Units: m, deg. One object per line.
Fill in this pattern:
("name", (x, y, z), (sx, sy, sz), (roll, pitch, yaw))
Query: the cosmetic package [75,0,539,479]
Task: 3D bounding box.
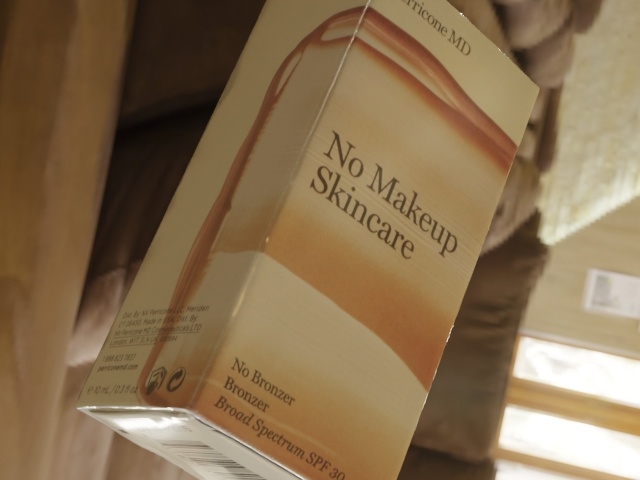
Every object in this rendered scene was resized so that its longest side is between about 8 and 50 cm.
("cosmetic package", (0.000, 0.000, 0.809), (0.153, 0.129, 0.296), (34, 65, -30))
